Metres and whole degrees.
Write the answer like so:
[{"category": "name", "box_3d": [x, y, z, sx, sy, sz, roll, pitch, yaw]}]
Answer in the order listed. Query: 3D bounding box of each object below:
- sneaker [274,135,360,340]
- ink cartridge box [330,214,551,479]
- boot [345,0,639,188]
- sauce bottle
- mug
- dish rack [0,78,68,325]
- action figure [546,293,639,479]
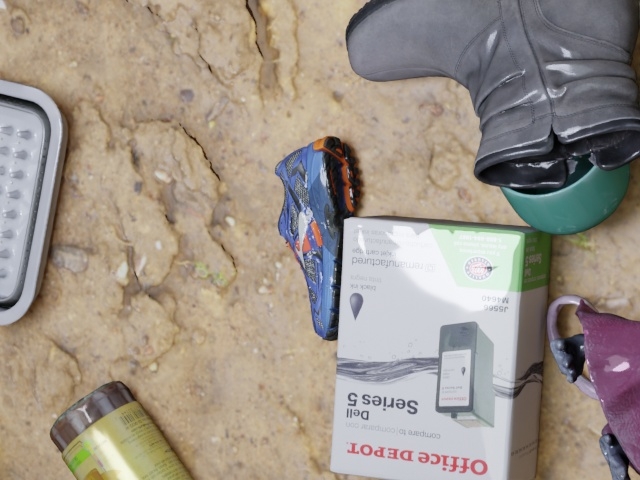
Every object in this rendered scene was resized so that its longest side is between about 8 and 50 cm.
[{"category": "sneaker", "box_3d": [0.000, 0.000, 1.896, 0.087, 0.083, 0.221, -8, 84, 36]}, {"category": "ink cartridge box", "box_3d": [0.126, 0.116, 1.819, 0.198, 0.115, 0.273, 5, 94, 22]}, {"category": "boot", "box_3d": [0.163, -0.155, 1.734, 0.338, 0.118, 0.223, -12, 61, 33]}, {"category": "sauce bottle", "box_3d": [-0.171, 0.322, 1.951, 0.111, 0.111, 0.344, -42, 76, 18]}, {"category": "mug", "box_3d": [0.246, -0.081, 1.768, 0.129, 0.097, 0.158, -22, 48, 16]}, {"category": "dish rack", "box_3d": [-0.451, -0.066, 2.071, 0.333, 0.072, 0.285, 14, 97, 21]}, {"category": "action figure", "box_3d": [0.433, 0.118, 1.687, 0.370, 0.276, 0.248, -24, 100, 2]}]
